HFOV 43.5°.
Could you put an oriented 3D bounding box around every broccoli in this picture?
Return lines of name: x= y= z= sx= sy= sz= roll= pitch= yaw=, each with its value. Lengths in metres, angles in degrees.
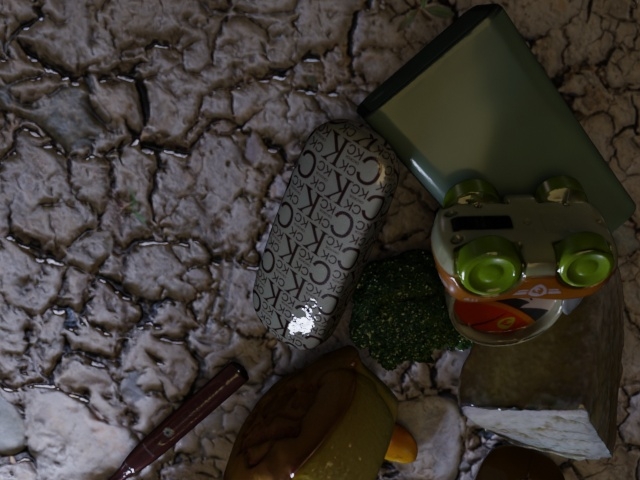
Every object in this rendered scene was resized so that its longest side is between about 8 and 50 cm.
broccoli: x=0.129 y=0.101 z=1.157 sx=0.195 sy=0.195 sz=0.156 roll=-36 pitch=136 yaw=6

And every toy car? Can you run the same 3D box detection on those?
toy car: x=0.251 y=0.045 z=1.026 sx=0.235 sy=0.145 sz=0.235 roll=-1 pitch=131 yaw=-1

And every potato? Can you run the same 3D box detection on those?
potato: x=0.343 y=0.173 z=1.208 sx=0.189 sy=0.211 sz=0.264 roll=3 pitch=65 yaw=34

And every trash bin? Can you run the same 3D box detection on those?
trash bin: x=0.242 y=-0.117 z=1.104 sx=0.223 sy=0.158 sz=0.343 roll=-39 pitch=101 yaw=7

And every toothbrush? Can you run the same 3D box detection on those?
toothbrush: x=-0.253 y=0.314 z=1.250 sx=0.364 sy=0.041 sz=0.041 roll=-41 pitch=100 yaw=7

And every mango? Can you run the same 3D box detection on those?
mango: x=0.118 y=0.319 z=1.258 sx=0.060 sy=0.046 sz=0.089 roll=-43 pitch=113 yaw=10

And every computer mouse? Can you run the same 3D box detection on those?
computer mouse: x=0.275 y=0.474 z=1.273 sx=0.158 sy=0.072 sz=0.310 roll=23 pitch=97 yaw=-9

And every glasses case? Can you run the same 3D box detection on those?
glasses case: x=0.000 y=0.000 z=1.109 sx=0.137 sy=0.085 sz=0.355 roll=34 pitch=123 yaw=19

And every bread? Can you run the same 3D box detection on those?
bread: x=-0.015 y=0.275 z=1.132 sx=0.270 sy=0.270 sz=0.148 roll=-44 pitch=104 yaw=8
